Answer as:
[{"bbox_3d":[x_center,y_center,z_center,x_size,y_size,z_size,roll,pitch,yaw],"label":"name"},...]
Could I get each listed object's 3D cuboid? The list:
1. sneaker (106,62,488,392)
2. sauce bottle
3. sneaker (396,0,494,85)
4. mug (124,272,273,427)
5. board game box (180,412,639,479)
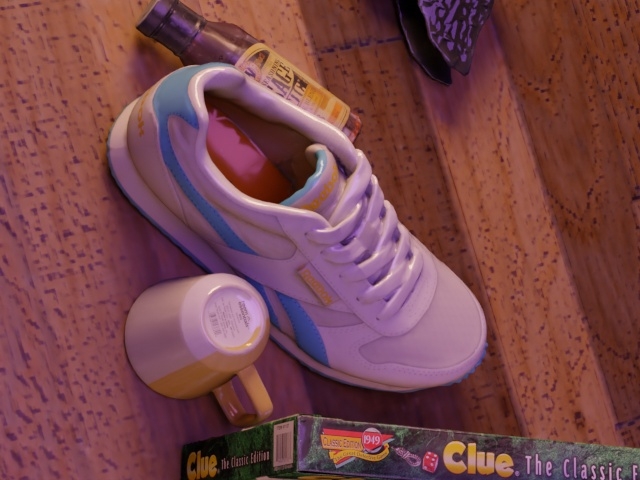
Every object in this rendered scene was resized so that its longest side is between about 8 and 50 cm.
[{"bbox_3d":[0.000,0.000,0.780,0.229,0.092,0.087,36,63,-17],"label":"sneaker"},{"bbox_3d":[-0.038,-0.084,0.808,0.128,0.042,0.042,33,66,-16],"label":"sauce bottle"},{"bbox_3d":[0.082,-0.182,0.891,0.089,0.051,0.170,34,70,-17],"label":"sneaker"},{"bbox_3d":[-0.050,0.047,0.759,0.078,0.064,0.062,33,65,-18],"label":"mug"},{"bbox_3d":[0.075,0.118,0.767,0.259,0.136,0.030,9,76,-26],"label":"board game box"}]
